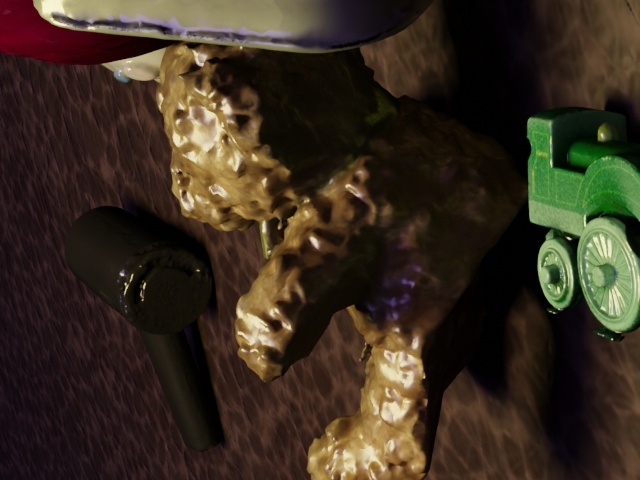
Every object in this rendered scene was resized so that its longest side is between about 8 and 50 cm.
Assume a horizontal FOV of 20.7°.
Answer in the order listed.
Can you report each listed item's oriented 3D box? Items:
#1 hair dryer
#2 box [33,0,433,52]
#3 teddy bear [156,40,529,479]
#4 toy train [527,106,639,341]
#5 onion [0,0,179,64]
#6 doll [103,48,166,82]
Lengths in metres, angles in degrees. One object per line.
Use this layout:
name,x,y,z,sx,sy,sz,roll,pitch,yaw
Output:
hair dryer,-0.156,0.097,1.694,0.197,0.089,0.251,27,139,60
box,0.002,-0.293,0.624,0.177,0.352,0.344,8,125,25
teddy bear,-0.004,0.007,1.032,0.246,0.222,0.296,-65,-8,-51
toy train,0.165,-0.007,0.855,0.178,0.071,0.104,-159,64,-64
onion,-0.117,-0.223,0.886,0.260,0.282,0.337,42,-173,5
doll,-0.157,-0.227,1.302,0.311,0.159,0.242,28,168,21
